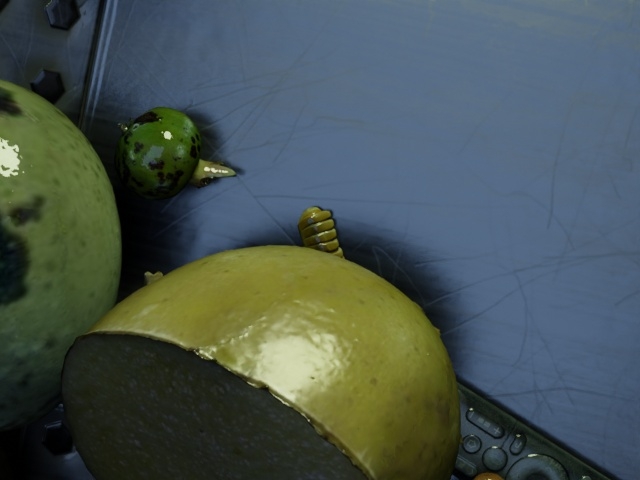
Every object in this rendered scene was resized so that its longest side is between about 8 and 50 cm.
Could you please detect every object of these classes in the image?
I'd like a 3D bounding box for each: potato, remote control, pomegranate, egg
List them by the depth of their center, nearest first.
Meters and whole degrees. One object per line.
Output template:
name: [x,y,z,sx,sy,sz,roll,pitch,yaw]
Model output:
potato: [-0.036,0.181,1.244,0.442,0.319,0.385,17,133,28]
egg: [-0.411,0.017,1.274,0.345,0.345,0.428,-2,99,9]
pomegranate: [-0.186,-0.102,1.352,0.161,0.122,0.122,22,100,-22]
remote control: [0.203,0.260,1.357,0.377,0.044,0.107,33,105,5]

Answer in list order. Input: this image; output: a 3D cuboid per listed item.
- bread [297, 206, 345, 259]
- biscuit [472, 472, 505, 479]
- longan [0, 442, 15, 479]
bread: [0.000,0.000,1.366,0.049,0.033,0.088,-13,93,4]
biscuit: [0.122,0.408,1.375,0.324,0.049,0.205,-23,94,17]
longan: [-0.515,0.342,1.376,0.258,0.258,0.258,1,96,9]
